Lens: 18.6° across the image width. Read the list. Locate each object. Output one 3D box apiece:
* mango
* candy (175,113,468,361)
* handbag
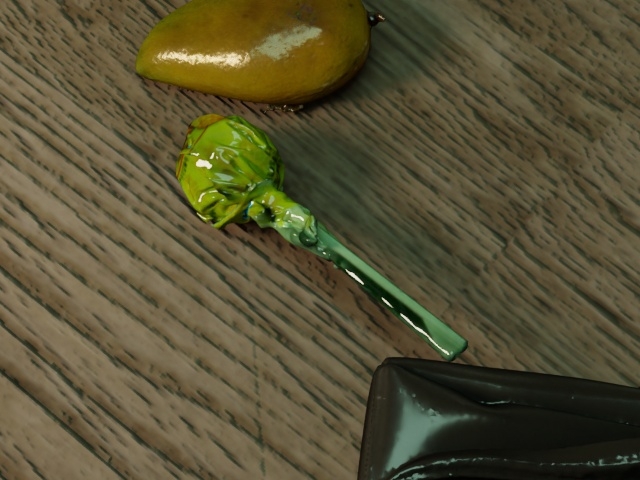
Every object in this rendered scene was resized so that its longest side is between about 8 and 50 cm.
[{"bbox_3d":[-0.045,-0.147,1.431,0.188,0.066,0.101,-3,64,11],"label":"mango"},{"bbox_3d":[-0.002,0.000,1.339,0.073,0.077,0.262,-43,64,-16],"label":"candy"},{"bbox_3d":[0.144,0.218,1.233,0.257,0.113,0.285,5,65,-3],"label":"handbag"}]
